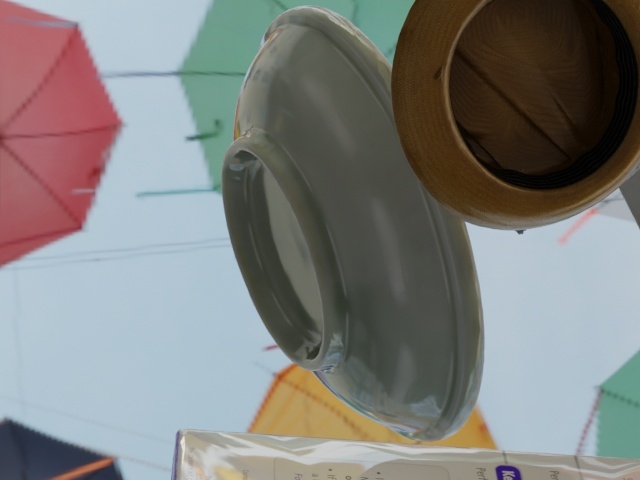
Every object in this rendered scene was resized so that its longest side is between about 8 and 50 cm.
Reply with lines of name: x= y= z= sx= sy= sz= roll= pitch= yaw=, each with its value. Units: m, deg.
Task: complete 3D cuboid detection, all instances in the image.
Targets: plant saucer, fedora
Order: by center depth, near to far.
fedora: x=0.118 y=-0.101 z=0.917 sx=0.194 sy=0.194 sz=0.079 roll=-63 pitch=-152 yaw=14
plant saucer: x=0.000 y=0.000 z=1.351 sx=0.101 sy=0.400 sz=0.400 roll=-19 pitch=-99 yaw=-19

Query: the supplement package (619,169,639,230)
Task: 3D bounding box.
supplement package: x=0.363 y=-0.133 z=1.252 sx=0.262 sy=0.145 sz=0.204 roll=-39 pitch=-122 yaw=32

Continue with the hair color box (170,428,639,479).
hair color box: x=0.084 y=0.204 z=0.822 sx=0.339 sy=0.185 sz=0.110 roll=3 pitch=-59 yaw=-4

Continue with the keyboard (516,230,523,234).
keyboard: x=0.166 y=-0.061 z=1.367 sx=0.023 sy=0.180 sz=0.108 roll=-14 pitch=-102 yaw=1
